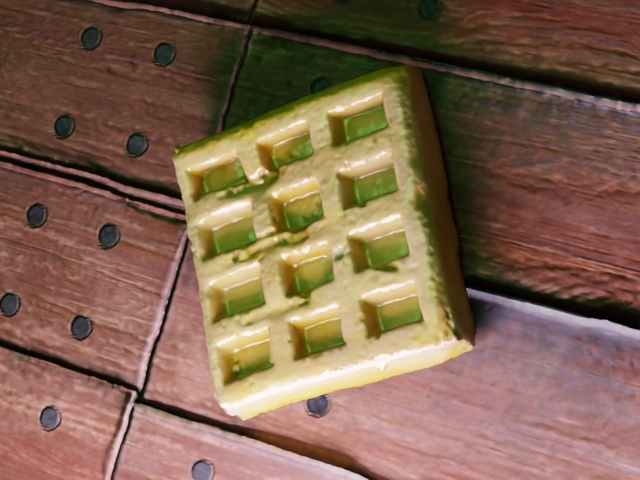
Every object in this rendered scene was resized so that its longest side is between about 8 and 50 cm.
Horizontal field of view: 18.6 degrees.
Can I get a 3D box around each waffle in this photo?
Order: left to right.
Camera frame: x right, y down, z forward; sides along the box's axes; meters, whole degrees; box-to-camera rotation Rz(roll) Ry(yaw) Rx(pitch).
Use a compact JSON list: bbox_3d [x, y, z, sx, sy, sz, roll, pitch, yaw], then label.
[{"bbox_3d":[0.000,0.000,1.563,0.221,0.055,0.247,-19,70,25],"label":"waffle"}]
